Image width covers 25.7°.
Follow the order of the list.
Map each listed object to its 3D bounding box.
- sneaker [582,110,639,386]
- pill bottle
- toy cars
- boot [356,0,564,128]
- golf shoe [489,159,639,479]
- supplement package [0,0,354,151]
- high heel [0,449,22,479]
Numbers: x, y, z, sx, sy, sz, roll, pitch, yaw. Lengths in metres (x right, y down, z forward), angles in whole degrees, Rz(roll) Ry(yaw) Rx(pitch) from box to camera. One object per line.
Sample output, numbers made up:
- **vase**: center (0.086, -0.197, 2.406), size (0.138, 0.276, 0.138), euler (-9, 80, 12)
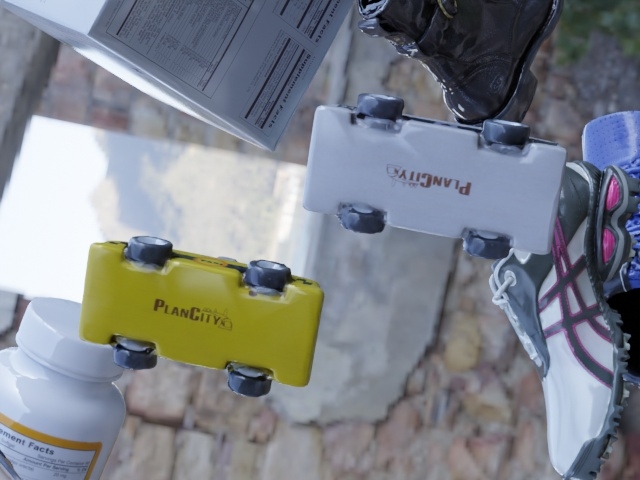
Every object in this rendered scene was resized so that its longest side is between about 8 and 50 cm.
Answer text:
- **sneaker**: center (0.311, 0.010, 1.355), size (0.182, 0.127, 0.315), euler (21, -123, -54)
- **pill bottle**: center (-0.259, 0.181, 1.273), size (0.136, 0.136, 0.245), euler (-96, 29, -76)
- **toy cars**: center (0.000, 0.000, 1.074), size (0.176, 0.394, 0.087), euler (59, -166, -5)
- **boot**: center (0.121, -0.235, 1.240), size (0.229, 0.091, 0.263), euler (44, -132, -42)
- **golf shoe**: center (0.195, 0.066, 1.167), size (0.105, 0.120, 0.272), euler (104, 171, -75)
- **supplement package**: center (-0.133, -0.237, 1.233), size (0.263, 0.199, 0.198), euler (29, -92, -53)
- **high heel**: center (-0.215, 0.139, 0.797), size (0.186, 0.093, 0.261), euler (66, 164, -17)
